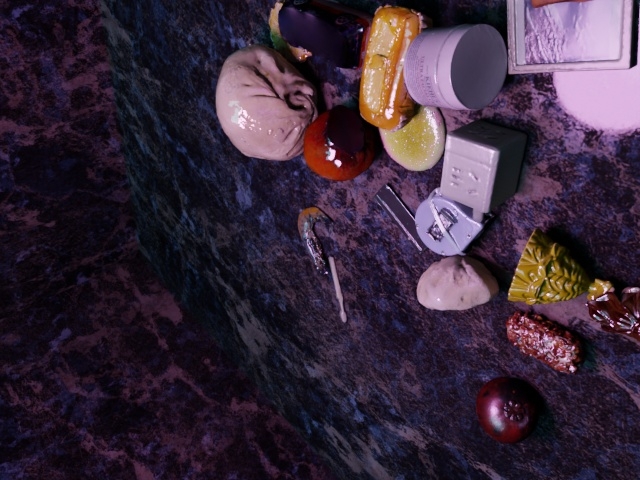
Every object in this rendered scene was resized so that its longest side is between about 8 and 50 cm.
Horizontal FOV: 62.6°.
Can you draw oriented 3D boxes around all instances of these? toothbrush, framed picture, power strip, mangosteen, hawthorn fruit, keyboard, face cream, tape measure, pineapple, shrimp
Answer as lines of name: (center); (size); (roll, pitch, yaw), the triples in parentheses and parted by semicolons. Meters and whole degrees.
toothbrush: (0.067, 0.189, 2.012); (0.028, 0.026, 0.294); (35, 141, 56)
framed picture: (0.468, -0.493, 1.002); (0.247, 0.022, 0.334); (16, 126, 46)
power strip: (0.381, -0.154, 1.254); (0.140, 0.139, 0.224); (30, 135, 37)
mangosteen: (0.531, 0.487, 1.511); (0.200, 0.200, 0.199); (32, 136, 36)
hawthorn fruit: (0.042, -0.276, 1.556); (0.250, 0.215, 0.215); (-3, 111, 52)
keyboard: (0.252, -0.067, 1.591); (0.231, 0.023, 0.072); (53, 138, 11)
face cream: (0.293, -0.379, 1.158); (0.153, 0.177, 0.177); (25, 132, 53)
tape measure: (0.345, -0.048, 1.410); (0.182, 0.107, 0.180); (42, 135, 22)
pineapple: (-0.095, -0.641, 1.607); (0.221, 0.047, 0.221); (33, 138, 36)
shrimp: (0.000, 0.000, 1.934); (0.198, 0.051, 0.261); (-23, 86, 56)

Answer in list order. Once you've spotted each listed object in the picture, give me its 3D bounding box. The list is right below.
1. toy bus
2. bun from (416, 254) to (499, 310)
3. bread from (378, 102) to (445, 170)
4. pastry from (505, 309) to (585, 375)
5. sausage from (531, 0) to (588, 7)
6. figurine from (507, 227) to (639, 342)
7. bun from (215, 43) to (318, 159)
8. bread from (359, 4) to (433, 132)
toy bus: (0.029, -0.562, 1.410); (0.303, 0.147, 0.127); (37, 139, 35)
bun: (0.364, 0.108, 1.418); (0.231, 0.231, 0.133); (-7, 92, 54)
bread: (0.241, -0.294, 1.430); (0.229, 0.034, 0.228); (33, 138, 36)
pastry: (0.570, 0.257, 1.349); (0.209, 0.097, 0.115); (31, 126, 39)
sausage: (0.411, -0.562, 0.900); (0.121, 0.121, 0.303); (11, 119, 49)
figurine: (0.606, 0.115, 1.176); (0.316, 0.168, 0.187); (25, 105, 27)
bun: (-0.155, -0.415, 1.607); (0.235, 0.326, 0.361); (1, 120, 49)
bread: (0.186, -0.426, 1.306); (0.153, 0.119, 0.287); (33, 128, 34)
